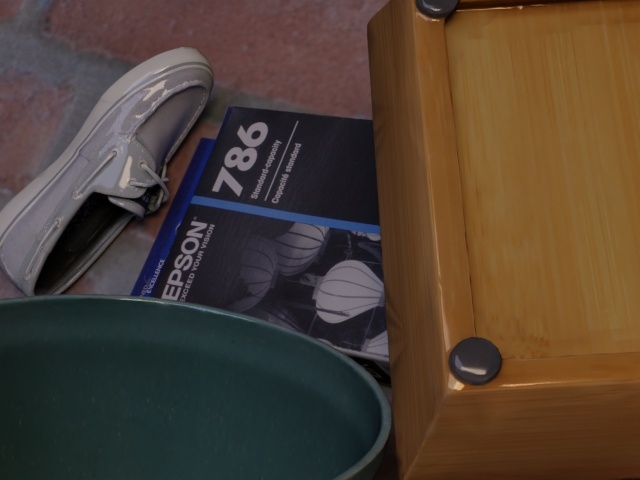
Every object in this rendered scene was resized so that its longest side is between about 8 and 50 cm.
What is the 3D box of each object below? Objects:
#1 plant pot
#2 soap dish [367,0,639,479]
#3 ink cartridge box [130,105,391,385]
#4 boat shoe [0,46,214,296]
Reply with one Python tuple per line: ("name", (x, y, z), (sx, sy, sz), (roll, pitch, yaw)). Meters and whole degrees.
("plant pot", (-0.117, 0.169, 0.750), (0.293, 0.293, 0.196), (20, 112, 37))
("soap dish", (0.147, -0.019, 0.728), (0.228, 0.118, 0.291), (-3, 65, 1))
("ink cartridge box", (0.000, 0.000, 0.900), (0.332, 0.065, 0.165), (8, 68, 35))
("boat shoe", (-0.153, -0.043, 1.014), (0.227, 0.079, 0.081), (-45, 59, 7))
